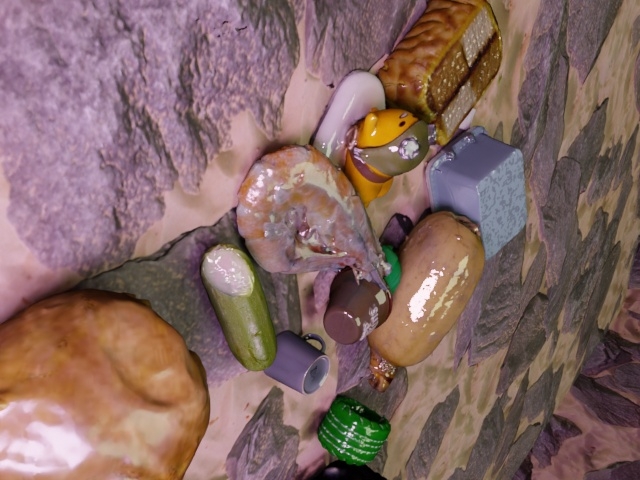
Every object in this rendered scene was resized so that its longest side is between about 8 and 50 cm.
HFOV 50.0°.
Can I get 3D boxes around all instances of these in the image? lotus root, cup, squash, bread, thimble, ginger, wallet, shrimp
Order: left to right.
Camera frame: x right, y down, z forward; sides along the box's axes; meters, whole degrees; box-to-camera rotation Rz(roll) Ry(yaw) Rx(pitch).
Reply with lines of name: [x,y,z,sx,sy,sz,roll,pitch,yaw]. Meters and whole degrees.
ginger: [-0.236,0.150,0.627,0.269,0.200,0.223,11,65,-19]
squash: [-0.101,0.091,0.891,0.069,0.069,0.239,-45,142,-29]
cup: [-0.027,0.181,1.045,0.100,0.077,0.078,-41,140,-34]
shrimp: [0.000,0.000,0.936,0.164,0.062,0.317,-40,130,4]
thimble: [0.061,0.343,1.238,0.130,0.118,0.090,27,91,-35]
lotus root: [0.167,0.107,1.202,0.343,0.151,0.169,-59,175,7]
bread: [0.190,-0.260,1.058,0.222,0.096,0.181,-53,142,-18]
wallet: [0.258,-0.225,1.250,0.083,0.011,0.044,-1,110,-54]

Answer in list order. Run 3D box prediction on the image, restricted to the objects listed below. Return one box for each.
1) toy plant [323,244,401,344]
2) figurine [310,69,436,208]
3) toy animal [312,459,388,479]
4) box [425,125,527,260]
toy plant: [0.074,0.084,1.109,0.200,0.105,0.143,-47,155,-47]
figurine: [0.086,-0.100,0.969,0.166,0.141,0.250,-29,133,-44]
toy animal: [0.008,0.528,1.214,0.266,0.212,0.213,-30,133,-37]
box: [0.290,-0.081,1.276,0.162,0.130,0.227,-38,134,-23]
